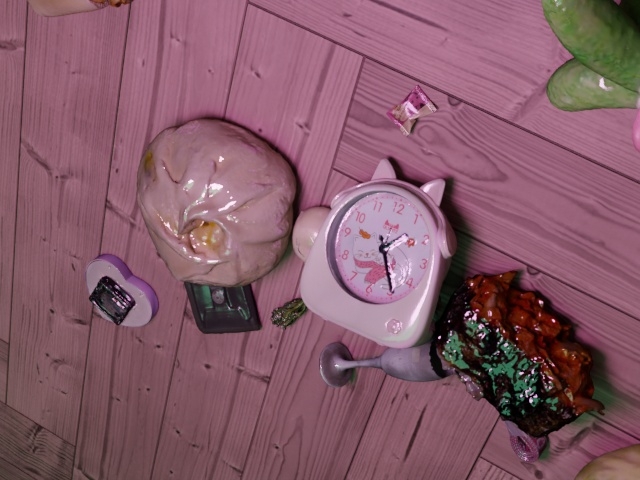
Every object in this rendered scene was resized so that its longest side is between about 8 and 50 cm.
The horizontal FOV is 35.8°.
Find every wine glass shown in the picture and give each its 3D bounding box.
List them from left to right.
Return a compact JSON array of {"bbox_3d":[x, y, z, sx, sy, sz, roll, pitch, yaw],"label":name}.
[{"bbox_3d":[0.072,0.244,1.949,0.309,0.264,0.096,-12,81,47],"label":"wine glass"}]

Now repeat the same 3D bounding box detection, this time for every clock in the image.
[{"bbox_3d":[-0.491,0.137,2.369,0.198,0.064,0.172,43,130,2],"label":"clock"},{"bbox_3d":[0.125,0.021,1.841,0.265,0.108,0.324,24,98,27],"label":"clock"}]

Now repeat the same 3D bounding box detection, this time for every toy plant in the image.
[{"bbox_3d":[0.496,-0.243,1.436,0.356,0.211,0.317,34,172,22],"label":"toy plant"}]

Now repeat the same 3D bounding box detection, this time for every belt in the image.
[{"bbox_3d":[0.384,0.340,1.986,0.071,0.053,0.232,-18,108,45],"label":"belt"}]

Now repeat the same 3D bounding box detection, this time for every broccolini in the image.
[{"bbox_3d":[-0.020,0.123,2.095,0.051,0.054,0.239,25,136,-32],"label":"broccolini"}]

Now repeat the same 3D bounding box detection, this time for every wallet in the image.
[{"bbox_3d":[-0.233,0.096,2.204,0.168,0.052,0.245,-1,115,27],"label":"wallet"}]

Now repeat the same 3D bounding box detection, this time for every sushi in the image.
[{"bbox_3d":[0.368,0.220,1.828,0.343,0.196,0.182,41,138,3],"label":"sushi"}]

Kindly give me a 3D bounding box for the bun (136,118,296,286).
[{"bbox_3d":[-0.230,-0.058,1.988,0.365,0.219,0.365,13,119,25],"label":"bun"}]

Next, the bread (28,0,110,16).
[{"bbox_3d":[-0.492,-0.513,1.919,0.141,0.134,0.148,-1,130,26],"label":"bread"}]

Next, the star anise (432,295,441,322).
[{"bbox_3d":[0.159,0.104,1.963,0.180,0.061,0.204,-18,112,29],"label":"star anise"}]

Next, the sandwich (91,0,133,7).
[{"bbox_3d":[-0.313,-0.592,1.681,0.131,0.262,0.325,20,127,12],"label":"sandwich"}]

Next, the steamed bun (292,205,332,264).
[{"bbox_3d":[0.000,0.000,1.974,0.112,0.091,0.130,8,121,25],"label":"steamed bun"}]

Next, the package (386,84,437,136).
[{"bbox_3d":[0.163,-0.231,1.776,0.083,0.029,0.059,-41,86,30],"label":"package"}]

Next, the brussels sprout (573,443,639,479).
[{"bbox_3d":[0.614,0.545,1.857,0.328,0.247,0.328,18,129,23],"label":"brussels sprout"}]
